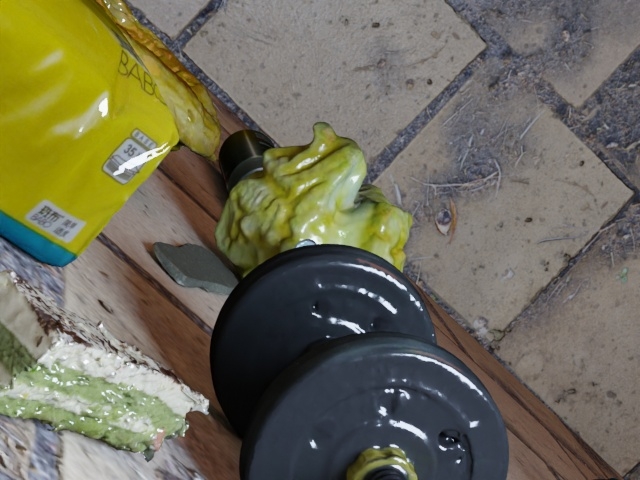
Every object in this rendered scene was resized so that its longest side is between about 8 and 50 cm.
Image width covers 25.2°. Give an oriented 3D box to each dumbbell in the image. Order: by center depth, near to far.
[{"bbox_3d":[0.015,0.094,0.823,0.143,0.143,0.325,42,6,-20],"label":"dumbbell"}]

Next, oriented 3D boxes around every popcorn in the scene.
[{"bbox_3d":[0.001,-0.001,1.358,0.187,0.167,0.185,49,1,8],"label":"popcorn"}]

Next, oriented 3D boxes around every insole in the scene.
[{"bbox_3d":[-0.103,0.023,1.208,0.063,0.010,0.192,44,6,9],"label":"insole"}]

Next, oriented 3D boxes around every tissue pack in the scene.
[{"bbox_3d":[-0.223,-0.130,0.801,0.271,0.134,0.192,38,9,-48],"label":"tissue pack"}]

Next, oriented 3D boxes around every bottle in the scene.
[{"bbox_3d":[-0.082,-0.080,1.819,0.082,0.082,0.286,43,5,-15],"label":"bottle"}]

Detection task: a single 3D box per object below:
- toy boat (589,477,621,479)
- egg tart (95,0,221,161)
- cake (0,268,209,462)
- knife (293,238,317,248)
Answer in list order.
[{"bbox_3d":[0.327,0.336,1.677,0.098,0.109,0.238,10,5,2],"label":"toy boat"},{"bbox_3d":[-0.214,-0.165,1.289,0.295,0.116,0.295,46,3,-3],"label":"egg tart"},{"bbox_3d":[-0.100,0.068,0.638,0.140,0.051,0.055,38,8,-41],"label":"cake"},{"bbox_3d":[0.049,0.112,1.311,0.331,0.080,0.044,46,6,-39],"label":"knife"}]
